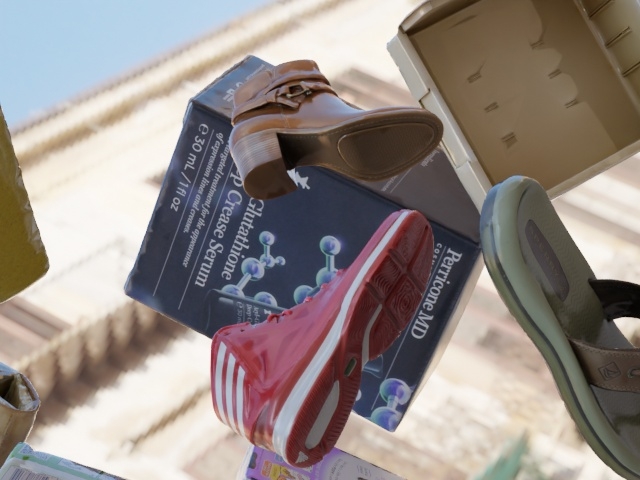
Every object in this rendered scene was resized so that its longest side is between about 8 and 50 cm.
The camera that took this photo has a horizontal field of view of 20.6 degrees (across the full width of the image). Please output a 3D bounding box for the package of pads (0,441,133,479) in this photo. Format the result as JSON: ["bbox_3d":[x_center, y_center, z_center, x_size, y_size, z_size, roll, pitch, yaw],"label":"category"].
[{"bbox_3d":[-0.157,0.322,1.296,0.101,0.229,0.296,-61,-13,-71],"label":"package of pads"}]

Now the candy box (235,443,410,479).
[{"bbox_3d":[0.011,0.267,1.730,0.165,0.196,0.070,-71,6,-74],"label":"candy box"}]

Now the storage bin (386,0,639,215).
[{"bbox_3d":[0.252,-0.188,2.010,0.260,0.262,0.123,-28,-3,-17],"label":"storage bin"}]

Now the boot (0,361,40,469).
[{"bbox_3d":[-0.379,0.239,1.810,0.089,0.236,0.269,13,-74,-33],"label":"boot"}]

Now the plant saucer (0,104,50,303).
[{"bbox_3d":[-0.380,-0.042,1.249,0.333,0.333,0.081,91,-170,-64],"label":"plant saucer"}]

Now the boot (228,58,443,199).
[{"bbox_3d":[0.008,-0.120,1.636,0.152,0.197,0.073,-100,-2,-51],"label":"boot"}]

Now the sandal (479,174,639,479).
[{"bbox_3d":[0.222,0.074,1.312,0.302,0.086,0.120,53,-146,-27],"label":"sandal"}]

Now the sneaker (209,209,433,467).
[{"bbox_3d":[-0.012,0.057,1.361,0.221,0.128,0.087,-57,-36,-19],"label":"sneaker"}]

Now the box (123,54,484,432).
[{"bbox_3d":[0.000,0.000,2.206,0.293,0.396,0.212,-68,-9,29],"label":"box"}]
